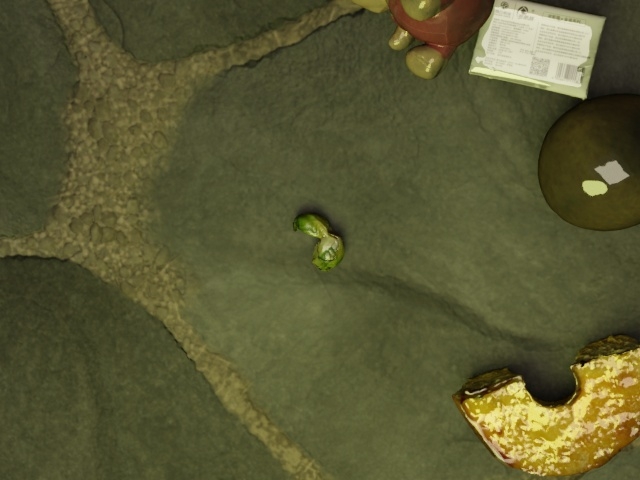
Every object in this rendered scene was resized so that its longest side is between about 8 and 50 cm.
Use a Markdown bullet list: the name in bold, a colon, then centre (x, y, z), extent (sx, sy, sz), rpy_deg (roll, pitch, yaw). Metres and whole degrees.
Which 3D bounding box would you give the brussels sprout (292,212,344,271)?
- **brussels sprout**: centre (0.000, -0.001, 1.820), extent (0.051, 0.046, 0.083), rpy_deg (-30, 96, 5)

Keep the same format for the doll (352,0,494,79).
- **doll**: centre (0.090, -0.330, 1.663), extent (0.256, 0.152, 0.196), rpy_deg (54, 136, 27)

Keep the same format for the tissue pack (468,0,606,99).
- **tissue pack**: centre (0.267, -0.243, 1.709), extent (0.148, 0.099, 0.106), rpy_deg (13, 99, 4)

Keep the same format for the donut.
- **donut**: centre (0.315, 0.226, 1.801), extent (0.259, 0.101, 0.152), rpy_deg (-15, 100, 9)

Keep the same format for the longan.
- **longan**: centre (0.361, -0.097, 1.703), extent (0.187, 0.167, 0.167), rpy_deg (-34, 96, -14)
